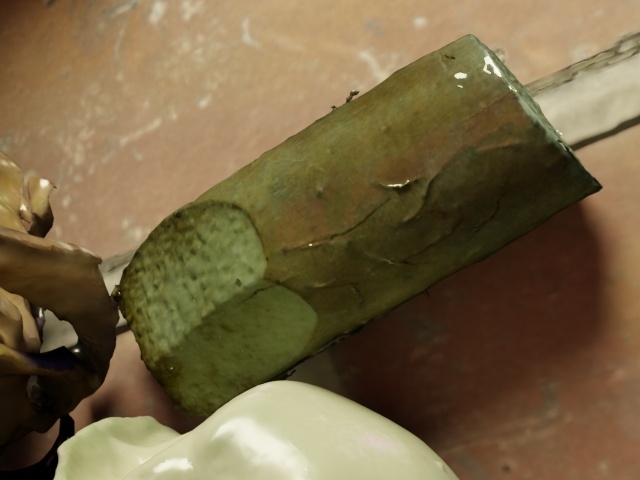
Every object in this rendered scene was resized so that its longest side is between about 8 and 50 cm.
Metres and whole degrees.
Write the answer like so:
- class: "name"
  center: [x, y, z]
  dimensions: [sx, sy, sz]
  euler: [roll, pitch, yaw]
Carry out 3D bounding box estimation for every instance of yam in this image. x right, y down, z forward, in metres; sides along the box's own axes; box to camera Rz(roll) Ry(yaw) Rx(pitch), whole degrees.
- class: "yam"
  center: [0.000, 0.000, 0.541]
  dimensions: [0.259, 0.106, 0.106]
  euler: [-32, 71, 17]

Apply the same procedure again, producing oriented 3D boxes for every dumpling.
- class: "dumpling"
  center: [-0.013, 0.135, 0.482]
  dimensions: [0.252, 0.179, 0.132]
  euler: [22, 88, 28]

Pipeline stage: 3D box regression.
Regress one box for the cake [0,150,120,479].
- class: "cake"
  center: [-0.281, 0.050, 0.580]
  dimensions: [0.321, 0.332, 0.332]
  euler: [33, 99, -5]
